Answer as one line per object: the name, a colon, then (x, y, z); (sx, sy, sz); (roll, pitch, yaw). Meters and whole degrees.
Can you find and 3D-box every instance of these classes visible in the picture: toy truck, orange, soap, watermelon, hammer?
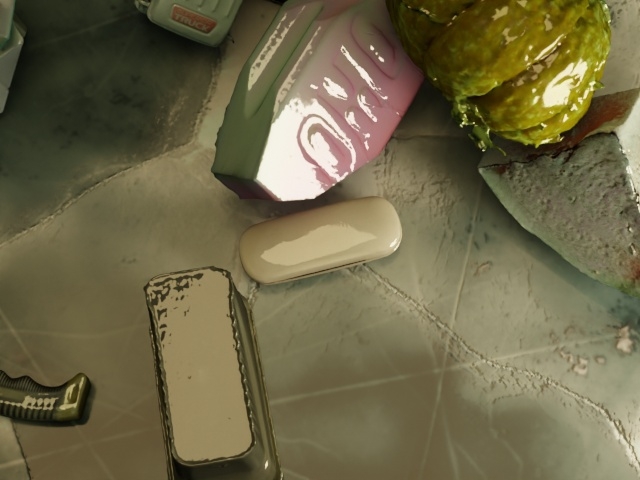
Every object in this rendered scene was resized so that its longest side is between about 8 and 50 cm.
toy truck: (-0.118, -0.392, 1.755); (0.136, 0.162, 0.305); (20, 107, -20)
orange: (0.217, -0.253, 1.634); (0.223, 0.301, 0.300); (-34, 83, 15)
soap: (0.004, -0.182, 1.733); (0.109, 0.193, 0.323); (17, 70, 48)
watermelon: (0.384, -0.097, 1.699); (0.289, 0.213, 0.320); (-41, 69, -11)
hammer: (-0.396, 0.181, 1.714); (0.227, 0.041, 0.158); (9, 74, 3)

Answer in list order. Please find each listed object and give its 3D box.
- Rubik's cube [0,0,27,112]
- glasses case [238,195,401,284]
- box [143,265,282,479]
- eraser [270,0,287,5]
Rubik's cube: (-0.482, -0.275, 1.774); (0.265, 0.213, 0.224); (-43, 63, 0)
glasses case: (0.000, 0.000, 1.757); (0.204, 0.051, 0.081); (-12, 73, -3)
box: (-0.133, 0.171, 1.643); (0.138, 0.178, 0.274); (-11, 73, -2)
eraser: (0.022, -0.445, 1.876); (0.171, 0.087, 0.290); (16, 73, 8)
